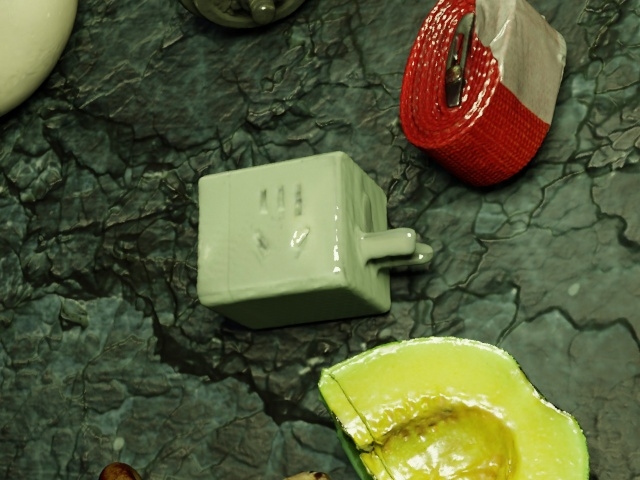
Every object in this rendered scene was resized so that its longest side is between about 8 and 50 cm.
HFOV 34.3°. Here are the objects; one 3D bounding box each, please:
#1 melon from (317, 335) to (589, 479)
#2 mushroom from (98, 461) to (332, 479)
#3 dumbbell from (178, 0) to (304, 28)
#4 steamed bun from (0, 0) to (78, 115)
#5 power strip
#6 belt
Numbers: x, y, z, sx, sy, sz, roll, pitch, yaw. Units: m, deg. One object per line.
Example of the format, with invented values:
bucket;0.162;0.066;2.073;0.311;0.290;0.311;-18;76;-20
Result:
melon;0.136;0.202;0.937;0.169;0.129;0.265;-32;57;-14
mushroom;-0.092;0.276;1.020;0.217;0.148;0.227;-34;70;-10
dumbbell;-0.095;-0.368;1.189;0.192;0.192;0.290;-24;64;15
steamed bun;-0.450;-0.321;1.291;0.374;0.241;0.375;5;99;36
power strip;0.000;0.000;1.048;0.224;0.139;0.140;-10;68;22
belt;0.167;-0.156;1.039;0.128;0.124;0.201;-2;66;44
